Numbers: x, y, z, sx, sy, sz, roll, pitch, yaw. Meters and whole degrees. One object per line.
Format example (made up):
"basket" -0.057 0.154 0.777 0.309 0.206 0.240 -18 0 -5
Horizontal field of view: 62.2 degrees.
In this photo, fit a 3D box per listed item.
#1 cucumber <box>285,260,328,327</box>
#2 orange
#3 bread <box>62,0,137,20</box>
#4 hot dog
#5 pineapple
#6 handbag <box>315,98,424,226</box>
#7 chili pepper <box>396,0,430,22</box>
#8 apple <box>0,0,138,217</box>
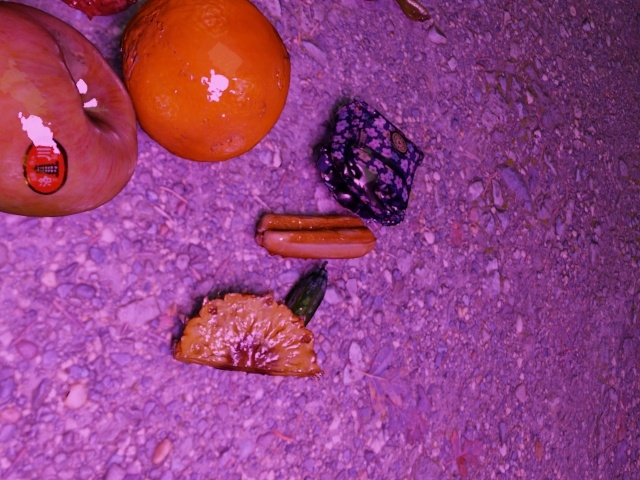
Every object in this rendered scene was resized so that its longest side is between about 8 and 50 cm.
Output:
"cucumber" -0.043 0.129 0.900 0.056 0.056 0.250 48 59 -19
"orange" -0.162 -0.235 0.767 0.246 0.246 0.246 9 75 -36
"bread" -0.337 -0.413 0.780 0.160 0.073 0.161 11 73 -39
"hot dog" 0.000 0.000 0.943 0.249 0.102 0.076 -1 122 -35
"pineapple" -0.100 0.131 0.805 0.233 0.079 0.135 14 62 -12
"handbag" 0.097 -0.143 1.007 0.228 0.126 0.208 38 47 -28
"chili pepper" 0.186 -0.591 1.228 0.050 0.052 0.202 -32 101 -11
"apple" -0.342 -0.147 0.625 0.261 0.193 0.261 -14 90 -80
